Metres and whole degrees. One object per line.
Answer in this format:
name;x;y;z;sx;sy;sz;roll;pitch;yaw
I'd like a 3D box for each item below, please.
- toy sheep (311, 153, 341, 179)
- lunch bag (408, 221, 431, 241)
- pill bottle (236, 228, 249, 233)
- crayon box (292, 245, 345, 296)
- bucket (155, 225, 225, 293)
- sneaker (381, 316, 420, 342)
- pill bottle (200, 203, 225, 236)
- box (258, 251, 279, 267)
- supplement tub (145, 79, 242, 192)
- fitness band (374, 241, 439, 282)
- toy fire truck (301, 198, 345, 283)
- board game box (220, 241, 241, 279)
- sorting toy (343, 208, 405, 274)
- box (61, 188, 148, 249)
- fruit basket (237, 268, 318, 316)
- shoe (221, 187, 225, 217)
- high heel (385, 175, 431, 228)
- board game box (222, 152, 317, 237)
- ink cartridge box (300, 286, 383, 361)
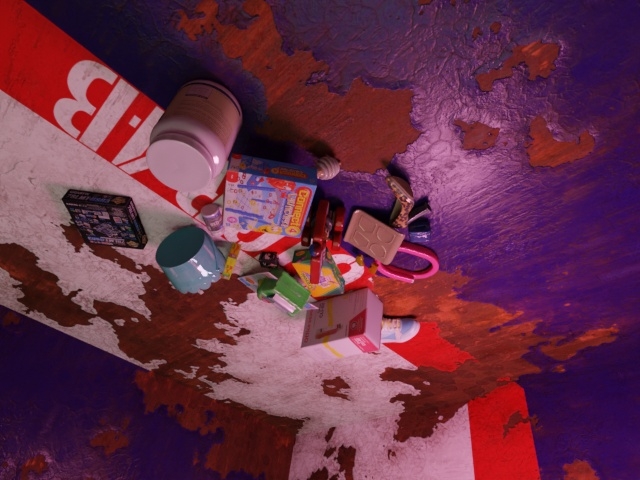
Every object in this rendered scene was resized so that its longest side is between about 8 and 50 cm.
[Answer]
toy sheep;0.024;-0.264;1.545;0.091;0.132;0.091;38;144;34
lunch bag;0.408;-0.039;1.749;0.098;0.067;0.065;-5;137;15
pill bottle;-0.276;-0.109;1.773;0.108;0.108;0.193;31;134;-23
crayon box;-0.004;0.152;2.035;0.165;0.081;0.278;-9;136;20
bucket;-0.588;0.081;1.935;0.281;0.281;0.183;-5;137;16
sneaker;0.346;0.449;2.270;0.318;0.127;0.208;-21;131;30
pill bottle;-0.462;-0.085;1.859;0.078;0.078;0.137;2;139;9
box;-0.243;0.093;2.037;0.083;0.052;0.062;1;139;12
supplement tub;-0.398;-0.335;1.376;0.235;0.325;0.236;6;138;5
fitness band;0.383;0.098;1.919;0.290;0.054;0.209;16;138;-8
toy fire truck;0.000;0.000;1.730;0.169;0.254;0.302;8;139;2
board game box;-0.428;0.100;2.051;0.043;0.092;0.181;20;138;-11
sorting toy;0.214;0.013;1.834;0.229;0.041;0.307;29;141;10
box;-0.975;-0.088;1.962;0.295;0.073;0.293;7;140;3
fruit basket;-0.225;0.273;2.139;0.327;0.166;0.353;41;145;-22
shoe;-0.359;-0.171;1.767;0.076;0.058;0.219;33;134;4
high heel;0.278;-0.137;1.644;0.186;0.093;0.261;-30;131;34
board game box;-0.190;-0.151;1.550;0.301;0.086;0.308;9;143;-9
ink cartridge box;0.107;0.432;2.178;0.384;0.279;0.160;-21;130;30
